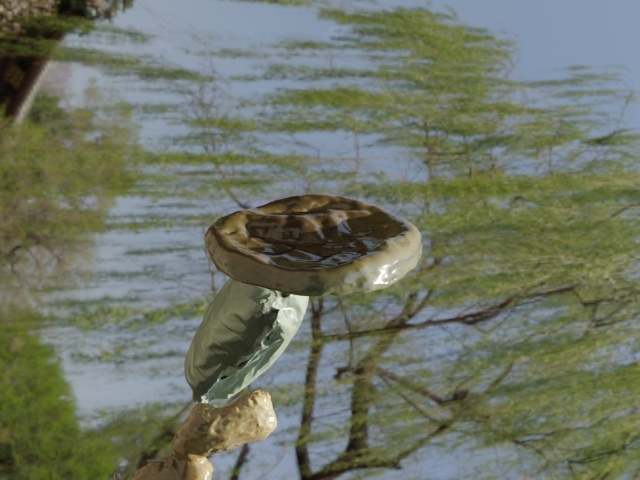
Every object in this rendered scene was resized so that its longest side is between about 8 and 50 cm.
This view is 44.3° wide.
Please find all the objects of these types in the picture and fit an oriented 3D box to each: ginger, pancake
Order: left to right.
[{"bbox_3d":[-0.138,0.266,0.822,0.149,0.259,0.065,54,-6,-3],"label":"ginger"},{"bbox_3d":[0.000,0.000,1.047,0.294,0.294,0.049,35,-52,52],"label":"pancake"}]

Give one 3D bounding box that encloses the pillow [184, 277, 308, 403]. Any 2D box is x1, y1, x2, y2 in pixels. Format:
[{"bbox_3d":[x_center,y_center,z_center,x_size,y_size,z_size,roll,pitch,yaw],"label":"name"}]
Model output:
[{"bbox_3d":[-0.108,0.116,1.328,0.310,0.138,0.283,-53,-171,39],"label":"pillow"}]
